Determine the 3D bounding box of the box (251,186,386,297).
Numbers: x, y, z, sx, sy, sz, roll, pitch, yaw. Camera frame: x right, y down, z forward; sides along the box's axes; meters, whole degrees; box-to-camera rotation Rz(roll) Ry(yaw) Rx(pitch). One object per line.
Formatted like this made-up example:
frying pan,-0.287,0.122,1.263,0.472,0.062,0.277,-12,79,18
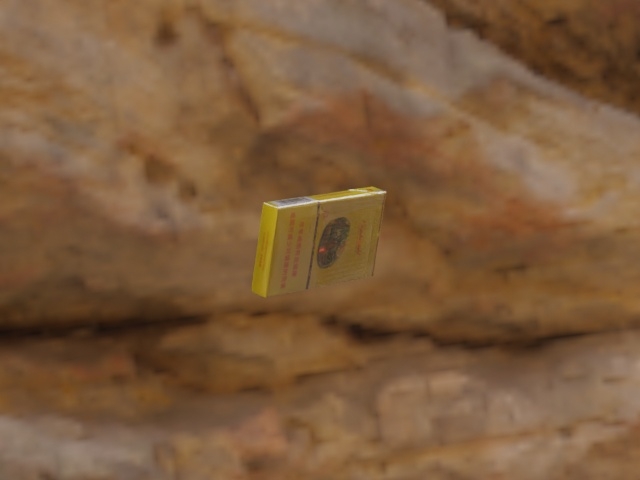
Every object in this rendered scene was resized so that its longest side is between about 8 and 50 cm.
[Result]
box,0.000,0.000,1.819,0.023,0.087,0.155,17,17,38
